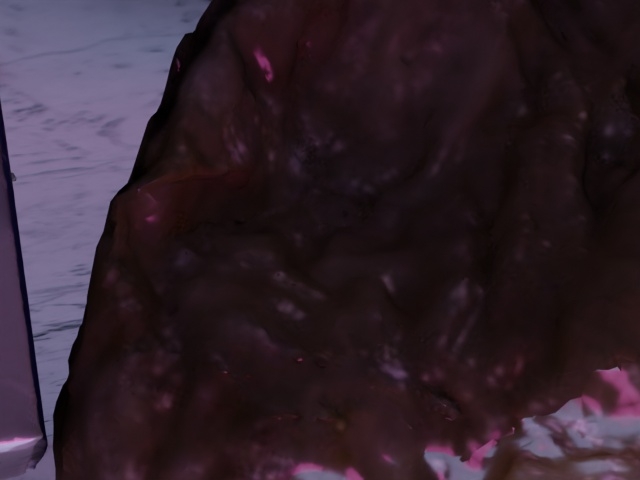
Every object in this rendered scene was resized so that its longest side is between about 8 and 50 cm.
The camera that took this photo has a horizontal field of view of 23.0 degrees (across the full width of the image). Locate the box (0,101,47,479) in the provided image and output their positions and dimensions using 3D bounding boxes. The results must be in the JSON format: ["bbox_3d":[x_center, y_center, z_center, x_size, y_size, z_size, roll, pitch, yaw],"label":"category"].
[{"bbox_3d":[-0.249,-0.006,0.493,0.299,0.200,0.106,-7,168,-15],"label":"box"}]

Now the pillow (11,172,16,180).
[{"bbox_3d":[-0.281,-0.022,0.711,0.254,0.078,0.144,-13,169,10],"label":"pillow"}]

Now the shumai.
[{"bbox_3d":[0.090,0.022,0.577,0.283,0.346,0.217,20,141,15],"label":"shumai"}]
